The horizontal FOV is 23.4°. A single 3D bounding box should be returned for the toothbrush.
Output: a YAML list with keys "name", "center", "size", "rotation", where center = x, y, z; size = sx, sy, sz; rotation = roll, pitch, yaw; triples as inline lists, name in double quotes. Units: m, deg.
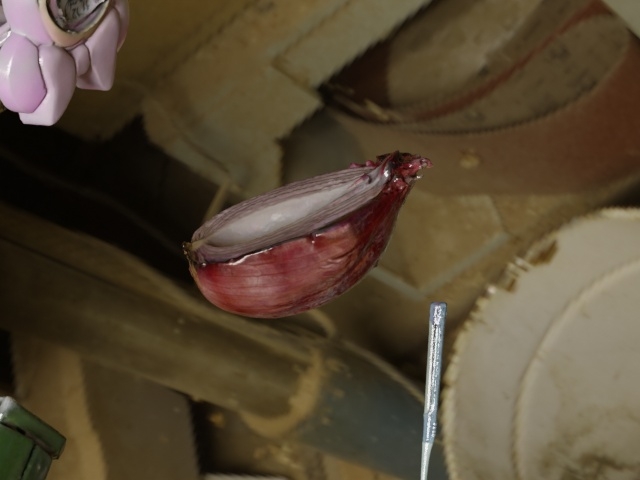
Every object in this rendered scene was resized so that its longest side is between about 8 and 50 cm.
- name: "toothbrush"
  center: [0.105, 0.164, 1.427]
  size: [0.016, 0.019, 0.219]
  rotation: [-137, 49, -79]

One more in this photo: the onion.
- name: "onion"
  center: [0.000, 0.000, 1.641]
  size: [0.284, 0.120, 0.227]
  rotation: [-23, 17, 7]

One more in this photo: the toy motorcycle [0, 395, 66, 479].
- name: "toy motorcycle"
  center: [-0.242, 0.187, 1.010]
  size: [0.275, 0.127, 0.205]
  rotation: [-11, 44, 33]

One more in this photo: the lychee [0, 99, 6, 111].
- name: "lychee"
  center: [-0.434, -0.213, 1.808]
  size: [0.171, 0.171, 0.171]
  rotation: [-18, 60, 34]

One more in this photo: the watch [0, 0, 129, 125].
- name: "watch"
  center: [-0.326, -0.276, 1.609]
  size: [0.218, 0.211, 0.248]
  rotation: [20, 122, 21]
